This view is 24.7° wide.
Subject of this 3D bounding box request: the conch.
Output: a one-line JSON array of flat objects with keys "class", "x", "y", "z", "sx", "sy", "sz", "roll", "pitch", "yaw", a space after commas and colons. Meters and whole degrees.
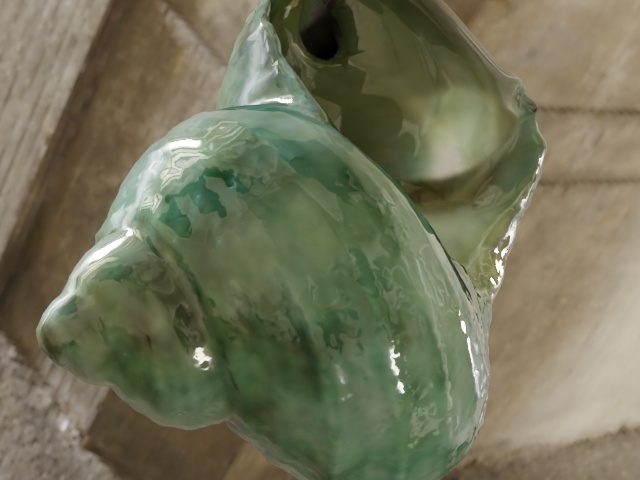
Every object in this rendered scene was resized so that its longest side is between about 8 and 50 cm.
[{"class": "conch", "x": -0.001, "y": 0.000, "z": 0.489, "sx": 0.188, "sy": 0.122, "sz": 0.176, "roll": -27, "pitch": 100, "yaw": -62}]
